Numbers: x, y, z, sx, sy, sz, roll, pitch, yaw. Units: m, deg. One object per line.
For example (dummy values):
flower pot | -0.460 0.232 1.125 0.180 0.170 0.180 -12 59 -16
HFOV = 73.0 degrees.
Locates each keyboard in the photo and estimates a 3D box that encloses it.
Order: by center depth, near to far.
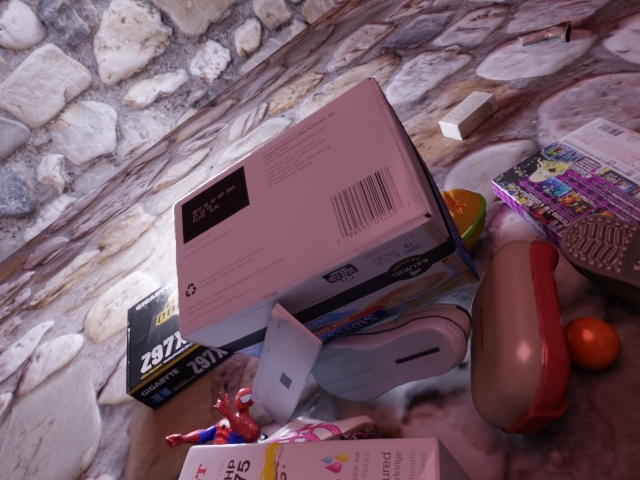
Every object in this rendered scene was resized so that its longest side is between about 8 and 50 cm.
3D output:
keyboard | -0.052 0.176 0.567 0.072 0.256 0.014 34 48 15

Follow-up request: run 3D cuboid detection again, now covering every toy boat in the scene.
toy boat | 0.264 0.108 0.504 0.151 0.151 0.231 11 49 7

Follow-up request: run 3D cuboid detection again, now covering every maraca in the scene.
maraca | 0.192 -0.009 0.703 0.185 0.099 0.127 -49 18 -5

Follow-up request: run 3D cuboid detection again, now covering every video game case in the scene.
video game case | 0.416 -0.083 0.656 0.210 0.042 0.232 -31 36 6

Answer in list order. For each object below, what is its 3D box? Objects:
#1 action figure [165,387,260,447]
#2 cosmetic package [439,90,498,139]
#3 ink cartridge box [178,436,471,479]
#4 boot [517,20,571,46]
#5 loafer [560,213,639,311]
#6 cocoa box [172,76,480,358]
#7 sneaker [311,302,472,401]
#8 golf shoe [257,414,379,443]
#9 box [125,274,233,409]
action figure | -0.171 0.318 0.590 0.091 0.139 0.280 -6 42 32
cosmetic package | 0.324 -0.274 0.948 0.115 0.041 0.060 -40 37 -7
ink cartridge box | 0.006 0.317 0.390 0.270 0.197 0.198 -15 40 25
boot | 0.528 -0.481 1.027 0.114 0.037 0.106 -1 35 34
loafer | 0.403 0.047 0.480 0.251 0.087 0.094 33 89 34
cocoa box | 0.000 0.000 0.616 0.347 0.228 0.231 -28 55 20
sneaker | 0.094 0.155 0.596 0.258 0.094 0.091 -25 0 40
golf shoe | -0.013 0.264 0.577 0.186 0.067 0.086 -26 35 12
box | -0.244 0.145 0.890 0.322 0.079 0.257 -35 38 -1
